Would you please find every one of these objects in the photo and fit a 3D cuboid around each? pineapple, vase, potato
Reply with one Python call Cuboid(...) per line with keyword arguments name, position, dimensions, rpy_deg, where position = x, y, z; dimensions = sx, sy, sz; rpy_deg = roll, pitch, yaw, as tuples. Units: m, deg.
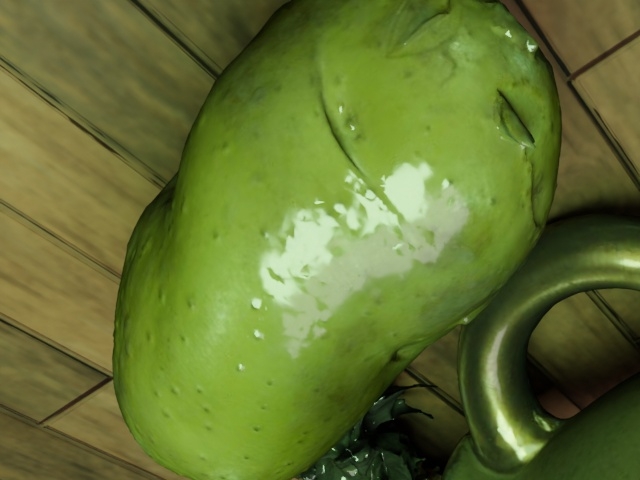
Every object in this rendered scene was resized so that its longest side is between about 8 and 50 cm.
Cuboid(name="pineapple", position=(0.036, 0.158, 0.655), dimensions=(0.125, 0.125, 0.251), rpy_deg=(-21, 127, 6))
Cuboid(name="vase", position=(0.186, 0.144, 0.564), dimensions=(0.302, 0.330, 0.241), rpy_deg=(-14, -175, 35))
Cuboid(name="potato", position=(0.000, 0.000, 0.418), dimensions=(0.143, 0.169, 0.248), rpy_deg=(34, 112, 1))
